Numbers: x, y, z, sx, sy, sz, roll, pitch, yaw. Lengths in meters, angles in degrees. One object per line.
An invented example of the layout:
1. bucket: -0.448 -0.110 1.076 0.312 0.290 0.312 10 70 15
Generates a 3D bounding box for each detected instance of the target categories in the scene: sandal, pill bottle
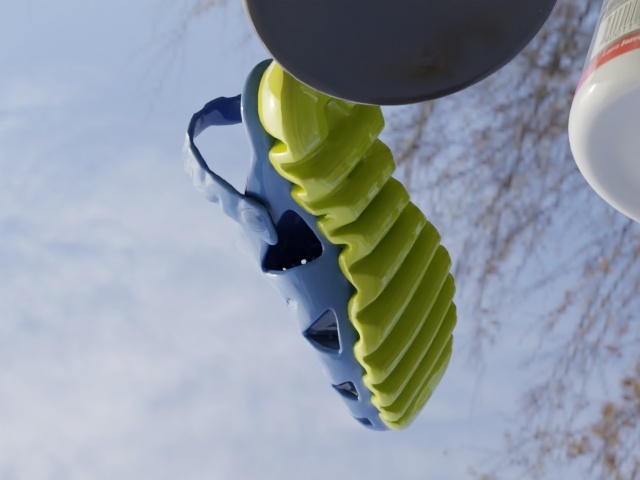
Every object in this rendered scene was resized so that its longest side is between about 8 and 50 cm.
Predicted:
1. sandal: 0.000 0.000 1.129 0.138 0.317 0.126 -1 -149 36
2. pill bottle: 0.343 -0.195 1.303 0.210 0.210 0.363 14 -126 12

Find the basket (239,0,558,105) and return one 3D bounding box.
1. basket: 0.019 -0.175 0.674 0.154 0.204 0.227 27 -150 -29
